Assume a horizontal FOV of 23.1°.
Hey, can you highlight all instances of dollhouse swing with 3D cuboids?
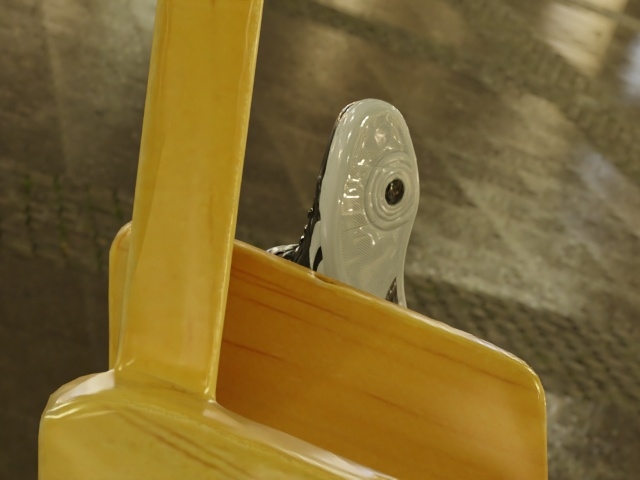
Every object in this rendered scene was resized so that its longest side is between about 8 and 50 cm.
[{"bbox_3d":[0.047,0.017,0.569,0.315,0.305,0.347,22,6,-7],"label":"dollhouse swing"}]

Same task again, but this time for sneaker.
[{"bbox_3d":[0.000,0.000,1.067,0.079,0.217,0.121,-19,28,-37],"label":"sneaker"}]
